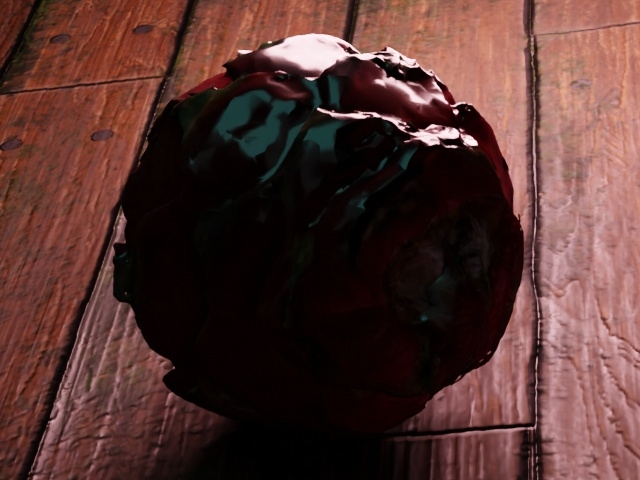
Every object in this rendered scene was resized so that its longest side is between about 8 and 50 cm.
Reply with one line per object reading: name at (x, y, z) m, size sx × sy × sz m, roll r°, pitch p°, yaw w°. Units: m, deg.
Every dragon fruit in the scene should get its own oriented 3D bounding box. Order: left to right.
dragon fruit at (-0.001, -0.002, 1.388) m, size 0.329 × 0.329 × 0.329 m, roll -8°, pitch 32°, yaw 5°
